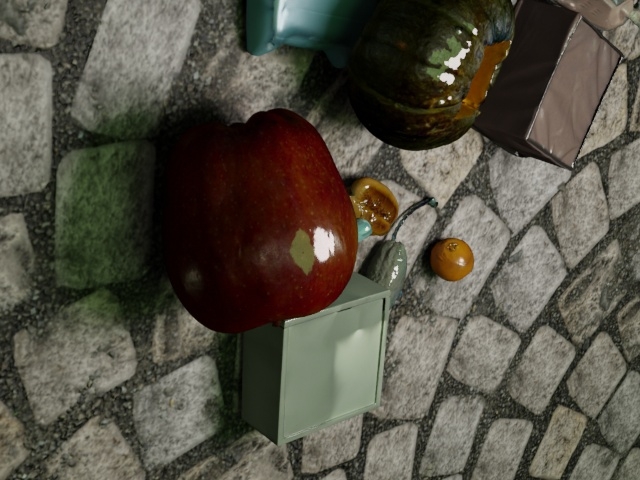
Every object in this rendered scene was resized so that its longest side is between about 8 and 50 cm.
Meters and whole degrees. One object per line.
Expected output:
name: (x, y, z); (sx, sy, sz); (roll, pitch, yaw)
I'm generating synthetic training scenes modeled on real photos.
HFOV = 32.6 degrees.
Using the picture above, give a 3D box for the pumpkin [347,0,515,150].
pumpkin: (0.172, -0.286, 1.688); (0.320, 0.192, 0.320); (-49, 157, -30)

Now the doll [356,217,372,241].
doll: (0.000, 0.000, 1.763); (0.158, 0.059, 0.159); (-37, 103, -5)

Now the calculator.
calculator: (0.013, -0.451, 1.605); (0.256, 0.054, 0.386); (0, 105, -43)

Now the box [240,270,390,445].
box: (-0.014, 0.188, 1.816); (0.225, 0.117, 0.225); (-14, 118, -38)

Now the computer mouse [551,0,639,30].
computer mouse: (0.450, -0.487, 1.914); (0.389, 0.115, 0.199); (37, 65, -30)

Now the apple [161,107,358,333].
apple: (-0.090, -0.021, 1.540); (0.288, 0.288, 0.317); (-18, 102, -37)

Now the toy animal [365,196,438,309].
toy animal: (0.134, 0.021, 1.925); (0.079, 0.070, 0.253); (86, 27, -73)

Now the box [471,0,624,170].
box: (0.408, -0.278, 1.973); (0.188, 0.153, 0.252); (24, 93, -45)

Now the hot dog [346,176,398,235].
hot dog: (0.086, -0.054, 1.845); (0.140, 0.060, 0.090); (31, 90, -39)

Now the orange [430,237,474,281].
orange: (0.241, 0.035, 2.009); (0.083, 0.083, 0.083); (-19, 120, -36)
